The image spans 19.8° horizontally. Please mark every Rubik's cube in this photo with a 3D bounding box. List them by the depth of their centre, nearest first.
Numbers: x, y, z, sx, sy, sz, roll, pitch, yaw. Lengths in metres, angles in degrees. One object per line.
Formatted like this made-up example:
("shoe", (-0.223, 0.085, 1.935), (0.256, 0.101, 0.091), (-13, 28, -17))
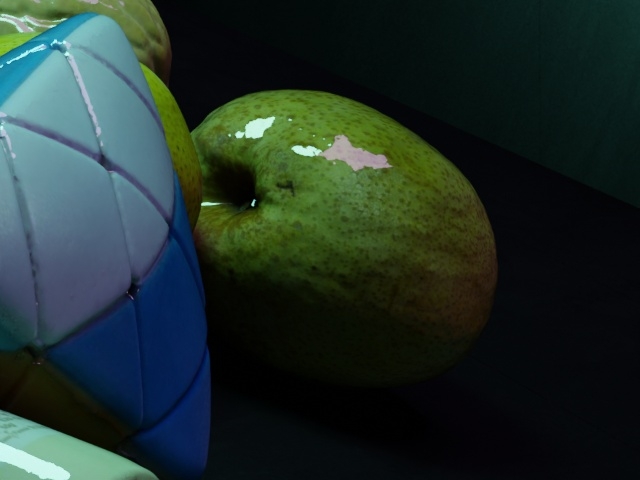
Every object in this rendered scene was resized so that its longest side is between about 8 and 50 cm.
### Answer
("Rubik's cube", (-0.173, -0.007, 0.923), (0.254, 0.254, 0.254), (20, 12, -5))

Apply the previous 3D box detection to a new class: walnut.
("walnut", (-0.217, -0.134, 1.439), (0.213, 0.213, 0.213), (20, 12, -5))

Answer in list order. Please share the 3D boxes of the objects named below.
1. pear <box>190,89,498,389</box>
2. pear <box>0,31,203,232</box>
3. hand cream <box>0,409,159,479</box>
("pear", (0.000, 0.000, 1.232), (0.211, 0.188, 0.228), (14, 16, -41))
("pear", (-0.170, -0.041, 1.129), (0.198, 0.198, 0.198), (20, 12, -5))
("hand cream", (-0.170, 0.095, 0.774), (0.306, 0.093, 0.147), (25, -10, 24))
